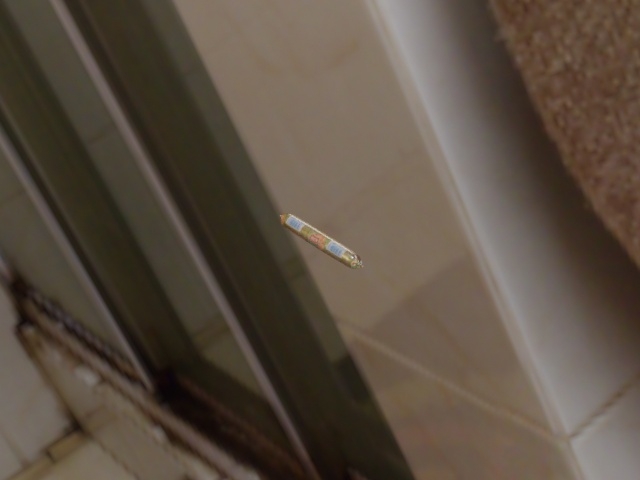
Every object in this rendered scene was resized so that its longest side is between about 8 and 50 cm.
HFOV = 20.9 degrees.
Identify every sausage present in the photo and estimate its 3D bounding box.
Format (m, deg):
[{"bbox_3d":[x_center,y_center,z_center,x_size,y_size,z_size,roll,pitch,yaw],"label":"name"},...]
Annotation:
[{"bbox_3d":[0.000,0.000,1.465,0.015,0.015,0.100,-41,51,-23],"label":"sausage"}]
